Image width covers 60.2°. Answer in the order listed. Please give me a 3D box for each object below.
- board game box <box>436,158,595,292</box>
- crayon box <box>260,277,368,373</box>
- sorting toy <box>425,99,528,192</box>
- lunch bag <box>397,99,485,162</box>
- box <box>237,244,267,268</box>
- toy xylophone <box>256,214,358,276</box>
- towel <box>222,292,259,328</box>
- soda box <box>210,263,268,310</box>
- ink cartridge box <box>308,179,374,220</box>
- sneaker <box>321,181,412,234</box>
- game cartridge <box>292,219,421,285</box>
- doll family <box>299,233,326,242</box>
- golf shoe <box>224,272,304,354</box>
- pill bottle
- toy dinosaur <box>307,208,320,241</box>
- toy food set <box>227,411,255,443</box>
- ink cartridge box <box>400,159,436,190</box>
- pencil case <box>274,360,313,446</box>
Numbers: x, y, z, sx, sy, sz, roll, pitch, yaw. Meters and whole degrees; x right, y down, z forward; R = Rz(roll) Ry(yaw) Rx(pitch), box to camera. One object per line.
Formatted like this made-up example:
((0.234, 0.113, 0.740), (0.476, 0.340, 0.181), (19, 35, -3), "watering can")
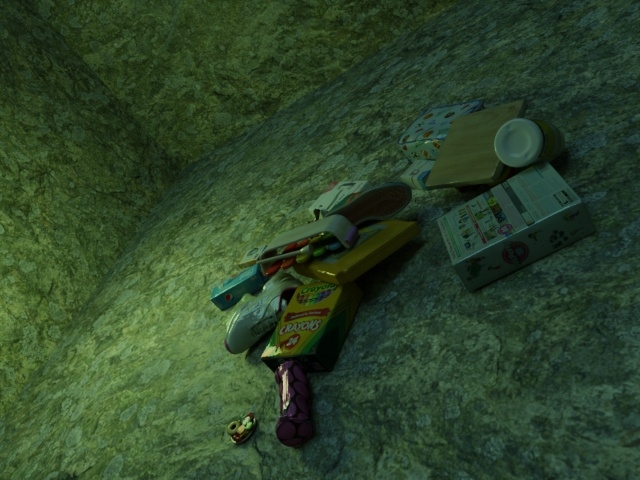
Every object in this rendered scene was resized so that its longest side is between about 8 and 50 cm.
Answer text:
((0.445, -0.038, 1.307), (0.303, 0.097, 0.224), (-29, 26, 17), "board game box")
((-0.011, 0.212, 1.515), (0.202, 0.081, 0.318), (-17, 33, 39), "crayon box")
((0.460, -0.250, 1.583), (0.257, 0.089, 0.255), (0, 59, 58), "sorting toy")
((0.421, -0.368, 1.862), (0.243, 0.115, 0.303), (-44, 25, -17), "lunch bag")
((-0.256, 0.062, 2.146), (0.136, 0.028, 0.081), (-13, 35, 38), "box")
((-0.057, 0.024, 1.626), (0.323, 0.081, 0.236), (-16, 19, 34), "toy xylophone")
((-0.266, 0.241, 1.865), (0.148, 0.027, 0.110), (-49, 28, -20), "towel")
((-0.289, 0.167, 1.971), (0.210, 0.067, 0.071), (-29, 27, 19), "soda box")
((0.083, -0.127, 1.934), (0.158, 0.092, 0.218), (-49, 29, -20), "ink cartridge box")
((0.140, -0.114, 1.692), (0.302, 0.108, 0.121), (-21, 21, 24), "sneaker")
((0.094, 0.023, 1.616), (0.285, 0.052, 0.324), (-33, 15, -20), "game cartridge")
((0.000, 0.000, 1.843), (0.193, 0.111, 0.076), (-29, -18, 34), "doll family")
((-0.163, 0.223, 1.666), (0.306, 0.115, 0.140), (-49, 31, -18), "golf shoe")
((0.537, -0.246, 1.402), (0.119, 0.119, 0.209), (-15, -3, 41), "pill bottle")
((-0.035, -0.034, 1.969), (0.211, 0.064, 0.112), (-54, 12, 55), "toy dinosaur")
((-0.198, 0.474, 1.400), (0.083, 0.020, 0.083), (-41, 25, -5), "toy food set")
((0.331, -0.214, 1.793), (0.088, 0.052, 0.122), (-45, 25, -13), "ink cartridge box")
((-0.067, 0.375, 1.303), (0.095, 0.098, 0.209), (-34, 25, 10), "pencil case")
